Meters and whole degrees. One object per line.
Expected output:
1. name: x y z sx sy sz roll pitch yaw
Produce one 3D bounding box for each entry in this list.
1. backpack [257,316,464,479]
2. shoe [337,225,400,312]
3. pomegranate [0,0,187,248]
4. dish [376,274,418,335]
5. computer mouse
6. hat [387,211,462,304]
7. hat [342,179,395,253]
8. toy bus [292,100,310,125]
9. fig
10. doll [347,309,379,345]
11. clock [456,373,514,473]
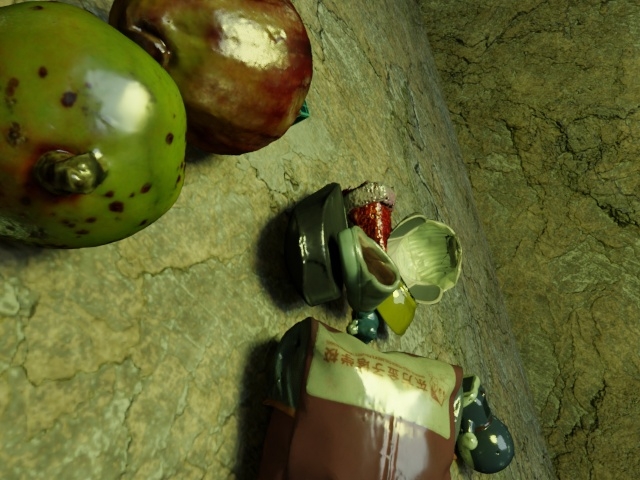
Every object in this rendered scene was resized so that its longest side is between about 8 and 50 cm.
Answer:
1. backpack: 0.047 0.289 0.530 0.283 0.197 0.318 18 61 -8
2. shoe: 0.089 0.056 0.708 0.251 0.100 0.103 62 27 -61
3. pomegranate: -0.222 -0.112 0.346 0.198 0.198 0.246 3 59 -58
4. dish: 0.156 0.116 0.890 0.208 0.080 0.149 53 10 -21
5. computer mouse: -0.005 0.001 0.727 0.295 0.087 0.169 -62 144 -66
6. hat: 0.242 0.049 1.059 0.275 0.161 0.232 -16 89 -36
7. hat: 0.124 -0.021 0.885 0.140 0.128 0.228 13 55 -45
8. toy bus: -0.084 -0.300 0.769 0.091 0.079 0.160 -13 86 -59
9. fig: -0.126 -0.223 0.503 0.263 0.223 0.224 35 45 -62
10. doll: 0.097 0.174 0.841 0.076 0.050 0.083 58 31 -30
11. clock: 0.421 0.505 1.102 0.244 0.146 0.199 63 26 1
